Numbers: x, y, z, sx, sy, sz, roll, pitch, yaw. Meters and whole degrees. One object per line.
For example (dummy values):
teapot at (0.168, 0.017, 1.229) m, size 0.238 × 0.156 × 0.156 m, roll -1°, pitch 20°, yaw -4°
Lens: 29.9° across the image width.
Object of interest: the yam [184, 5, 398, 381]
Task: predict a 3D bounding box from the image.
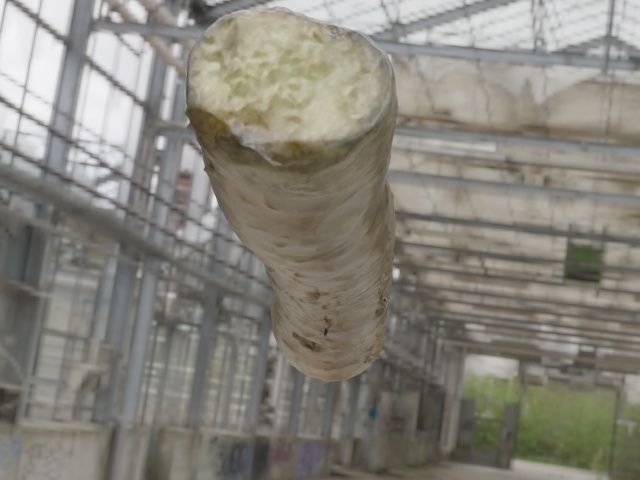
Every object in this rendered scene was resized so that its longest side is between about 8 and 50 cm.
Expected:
yam at (0.000, 0.000, 0.481) m, size 0.066 × 0.066 × 0.300 m, roll 7°, pitch -18°, yaw 7°
